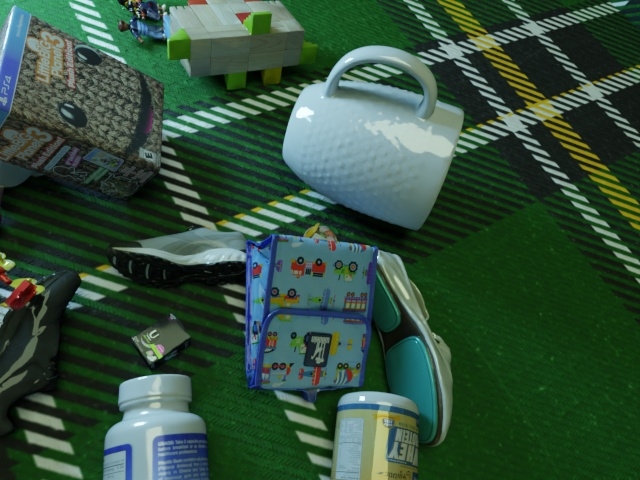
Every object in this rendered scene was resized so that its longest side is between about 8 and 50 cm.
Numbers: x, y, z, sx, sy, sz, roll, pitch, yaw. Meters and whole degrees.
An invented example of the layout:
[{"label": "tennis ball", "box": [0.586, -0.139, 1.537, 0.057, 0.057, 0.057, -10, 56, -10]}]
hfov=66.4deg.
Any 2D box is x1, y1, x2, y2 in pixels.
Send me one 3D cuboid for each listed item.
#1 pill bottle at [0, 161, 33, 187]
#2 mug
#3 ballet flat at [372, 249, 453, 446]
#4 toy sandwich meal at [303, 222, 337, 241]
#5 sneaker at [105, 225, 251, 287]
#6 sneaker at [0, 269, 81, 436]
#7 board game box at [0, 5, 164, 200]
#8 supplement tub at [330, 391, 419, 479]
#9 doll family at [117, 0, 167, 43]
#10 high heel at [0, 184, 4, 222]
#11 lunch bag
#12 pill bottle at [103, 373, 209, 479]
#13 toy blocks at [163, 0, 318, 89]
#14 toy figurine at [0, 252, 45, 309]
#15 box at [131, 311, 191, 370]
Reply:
[{"label": "pill bottle", "box": [-0.666, -0.199, 0.940, 0.209, 0.117, 0.117, 30, 59, 1]}, {"label": "mug", "box": [0.107, -0.229, 1.019, 0.328, 0.374, 0.276, 19, 54, 3]}, {"label": "ballet flat", "box": [0.183, 0.188, 0.968, 0.139, 0.139, 0.399, -12, 65, -21]}, {"label": "toy sandwich meal", "box": [0.000, 0.000, 1.064, 0.086, 0.029, 0.085, 6, 61, -12]}, {"label": "sneaker", "box": [-0.268, 0.025, 0.949, 0.272, 0.100, 0.107, 2, 53, -21]}, {"label": "sneaker", "box": [-0.477, 0.183, 0.808, 0.130, 0.109, 0.286, 31, 66, -9]}, {"label": "board game box", "box": [-0.466, -0.244, 0.929, 0.291, 0.141, 0.231, 19, 53, -43]}, {"label": "supplement tub", "box": [0.092, 0.370, 0.824, 0.145, 0.144, 0.199, 12, 60, -9]}, {"label": "doll family", "box": [-0.453, -0.577, 1.223, 0.112, 0.076, 0.192, -1, 56, -37]}, {"label": "high heel", "box": [-0.704, -0.075, 0.904, 0.244, 0.082, 0.117, 16, 92, 1]}, {"label": "lunch bag", "box": [-0.023, 0.149, 0.912, 0.221, 0.138, 0.292, 7, 81, -28]}, {"label": "pill bottle", "box": [-0.246, 0.351, 0.739, 0.153, 0.152, 0.271, -2, 63, -16]}, {"label": "toy blocks", "box": [-0.231, -0.537, 1.219, 0.382, 0.190, 0.260, -17, 58, -27]}, {"label": "toy figurine", "box": [-0.629, 0.058, 0.728, 0.363, 0.191, 0.217, 27, 72, 25]}, {"label": "box", "box": [-0.284, 0.181, 0.877, 0.083, 0.052, 0.062, -32, 76, -28]}]
